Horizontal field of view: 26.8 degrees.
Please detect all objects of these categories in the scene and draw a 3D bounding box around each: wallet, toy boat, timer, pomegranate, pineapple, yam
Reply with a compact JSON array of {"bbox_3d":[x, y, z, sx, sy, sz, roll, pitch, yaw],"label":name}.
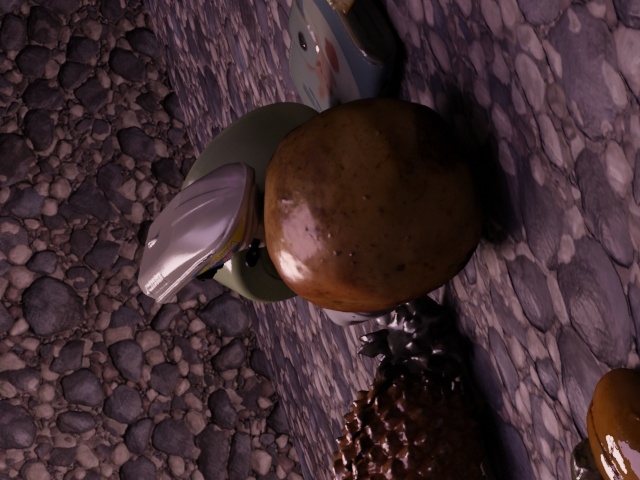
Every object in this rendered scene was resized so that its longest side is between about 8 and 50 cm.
[{"bbox_3d":[0.027,-0.261,1.956,0.360,0.083,0.252,101,145,-64],"label":"wallet"},{"bbox_3d":[-0.139,-0.007,1.748,0.269,0.141,0.140,-23,82,45],"label":"toy boat"},{"bbox_3d":[0.000,0.000,1.887,0.315,0.291,0.290,38,148,34],"label":"timer"},{"bbox_3d":[0.061,-0.043,1.641,0.281,0.281,0.281,164,90,-78],"label":"pomegranate"},{"bbox_3d":[0.128,0.230,1.901,0.223,0.223,0.357,154,120,-77],"label":"pineapple"},{"bbox_3d":[0.309,0.324,1.500,0.061,0.061,0.253,-122,19,-50],"label":"yam"}]

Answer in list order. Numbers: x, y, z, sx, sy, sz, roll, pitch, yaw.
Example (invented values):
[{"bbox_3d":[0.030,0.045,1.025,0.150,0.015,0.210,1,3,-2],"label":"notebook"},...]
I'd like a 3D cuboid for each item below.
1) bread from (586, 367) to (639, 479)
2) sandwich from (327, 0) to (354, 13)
[{"bbox_3d":[0.313,0.211,1.314,0.114,0.077,0.189,83,162,-53],"label":"bread"},{"bbox_3d":[0.035,-0.368,1.692,0.193,0.058,0.162,-144,64,-64],"label":"sandwich"}]
